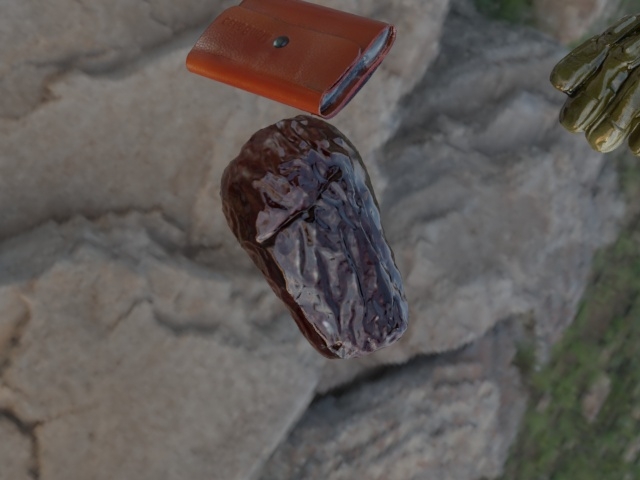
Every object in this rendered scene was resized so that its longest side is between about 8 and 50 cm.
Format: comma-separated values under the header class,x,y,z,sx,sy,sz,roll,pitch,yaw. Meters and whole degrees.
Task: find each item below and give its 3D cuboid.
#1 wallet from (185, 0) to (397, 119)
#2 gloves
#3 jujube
class,x,y,z,sx,sy,sz,roll,pitch,yaw
wallet,-0.034,-0.212,1.444,0.142,0.204,0.045,-50,141,-24
gloves,0.411,-0.180,1.409,0.331,0.154,0.141,1,135,-9
jujube,0.000,0.000,1.788,0.216,0.342,0.216,-28,-178,1
